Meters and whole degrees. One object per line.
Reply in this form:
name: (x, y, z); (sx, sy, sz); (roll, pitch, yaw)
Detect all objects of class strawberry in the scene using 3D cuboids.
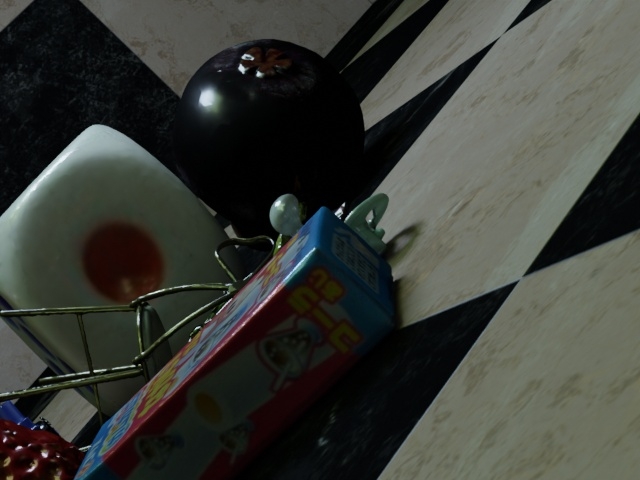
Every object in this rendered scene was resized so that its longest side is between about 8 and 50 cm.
strawberry: (-0.348, 0.256, 1.468); (0.205, 0.244, 0.205); (-44, 11, 11)

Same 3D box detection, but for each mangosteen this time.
mangosteen: (-0.070, -0.116, 1.970); (0.275, 0.275, 0.302); (-55, -23, -46)

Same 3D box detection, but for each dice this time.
dice: (-0.290, 0.044, 1.963); (0.277, 0.304, 0.304); (-49, 9, -17)

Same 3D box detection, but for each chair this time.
chair: (-0.185, 0.131, 1.600); (0.325, 0.170, 0.160); (-12, 44, 4)

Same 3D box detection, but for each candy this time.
candy: (-0.072, 0.120, 1.262); (0.306, 0.100, 0.157); (-45, 9, 12)

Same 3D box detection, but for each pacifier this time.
pacifier: (0.000, 0.000, 1.434); (0.150, 0.116, 0.127); (-50, -17, -3)

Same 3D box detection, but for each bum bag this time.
bum bag: (0.009, -0.014, 1.701); (0.058, 0.034, 0.124); (-63, 12, -14)

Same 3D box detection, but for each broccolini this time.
broccolini: (-0.086, 0.055, 1.753); (0.123, 0.062, 0.271); (-16, 33, 43)

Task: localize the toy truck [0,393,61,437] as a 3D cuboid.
toy truck: (-0.482, 0.291, 2.112); (0.161, 0.177, 0.213); (-40, 6, -24)
